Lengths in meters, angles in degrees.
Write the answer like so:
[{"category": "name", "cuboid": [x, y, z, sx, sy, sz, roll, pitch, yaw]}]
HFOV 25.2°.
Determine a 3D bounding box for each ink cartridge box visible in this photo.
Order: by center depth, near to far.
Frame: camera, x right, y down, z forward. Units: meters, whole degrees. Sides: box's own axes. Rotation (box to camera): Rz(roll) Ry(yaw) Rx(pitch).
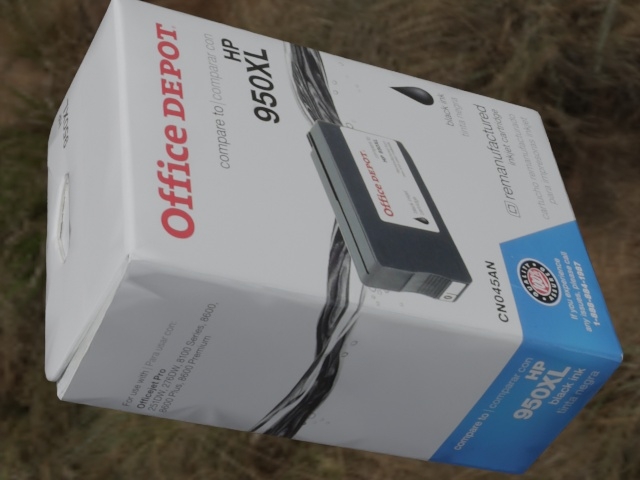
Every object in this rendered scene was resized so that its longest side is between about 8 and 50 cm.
[{"category": "ink cartridge box", "cuboid": [0.000, 0.000, 1.115, 0.166, 0.395, 0.285, -57, 31, 39]}]
